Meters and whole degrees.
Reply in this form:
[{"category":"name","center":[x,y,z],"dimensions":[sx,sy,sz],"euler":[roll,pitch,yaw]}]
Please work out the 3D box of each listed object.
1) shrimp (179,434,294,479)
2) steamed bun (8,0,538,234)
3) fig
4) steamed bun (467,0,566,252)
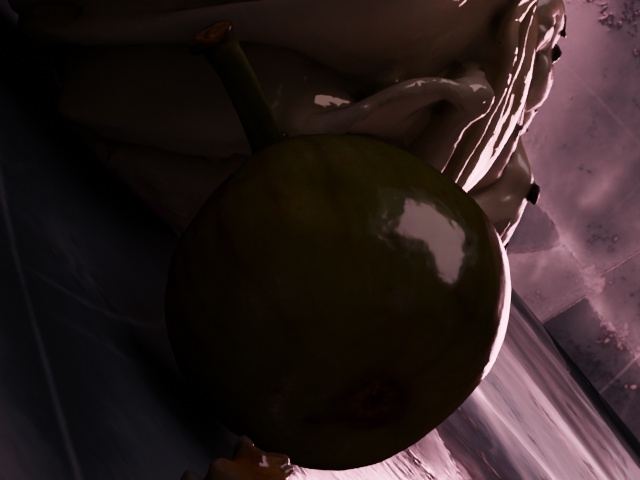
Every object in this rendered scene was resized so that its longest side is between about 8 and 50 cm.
[{"category":"shrimp","center":[0.002,0.146,0.617],"dimensions":[0.132,0.052,0.187],"euler":[76,-12,-58]},{"category":"steamed bun","center":[-0.020,-0.113,0.972],"dimensions":[0.203,0.276,0.289],"euler":[-101,178,-52]},{"category":"fig","center":[-0.007,0.014,0.828],"dimensions":[0.148,0.142,0.186],"euler":[31,8,-27]},{"category":"steamed bun","center":[0.039,-0.109,1.458],"dimensions":[0.207,0.268,0.280],"euler":[13,12,-21]}]
